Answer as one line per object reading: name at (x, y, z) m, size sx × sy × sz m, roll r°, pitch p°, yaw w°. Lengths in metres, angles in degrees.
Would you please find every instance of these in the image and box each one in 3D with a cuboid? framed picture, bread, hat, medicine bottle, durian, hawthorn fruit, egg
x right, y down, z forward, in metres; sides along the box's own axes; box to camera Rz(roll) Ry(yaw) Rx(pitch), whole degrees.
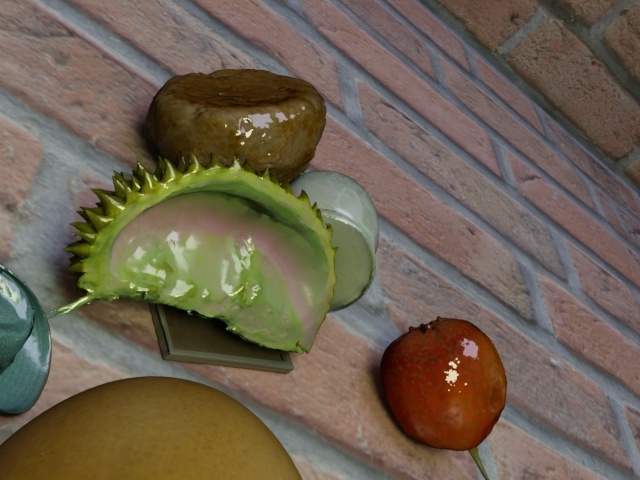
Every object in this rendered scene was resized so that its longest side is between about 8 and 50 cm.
framed picture at (-0.133, 0.037, 0.984) m, size 0.184 × 0.016 × 0.250 m, roll 15°, pitch 43°, yaw -46°
bread at (-0.104, -0.138, 1.069) m, size 0.230 × 0.123 × 0.230 m, roll 1°, pitch 24°, yaw -1°
hat at (-0.286, 0.057, 0.678) m, size 0.191 × 0.078 × 0.138 m, roll 34°, pitch 33°, yaw -26°
medicine bottle at (0.000, 0.000, 1.073) m, size 0.147 × 0.147 × 0.143 m, roll 40°, pitch 25°, yaw -16°
durian at (-0.104, 0.014, 0.881) m, size 0.356 × 0.157 × 0.169 m, roll 17°, pitch 58°, yaw -45°
hawthorn fruit at (0.178, 0.238, 1.094) m, size 0.165 × 0.165 × 0.285 m, roll -33°, pitch 107°, yaw -62°
egg at (-0.118, 0.220, 0.535) m, size 0.250 × 0.250 × 0.322 m, roll 40°, pitch 24°, yaw -16°

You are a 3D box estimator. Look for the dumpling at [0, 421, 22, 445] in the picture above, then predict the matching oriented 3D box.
dumpling at (-0.247, 0.175, 0.637) m, size 0.052 × 0.057 × 0.076 m, roll -3°, pitch 18°, yaw -13°
